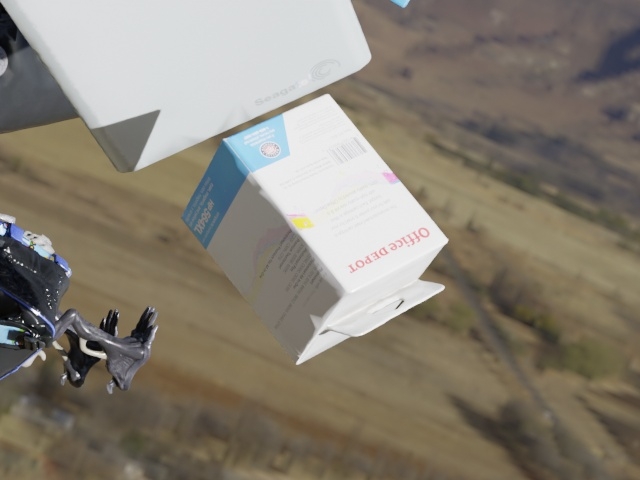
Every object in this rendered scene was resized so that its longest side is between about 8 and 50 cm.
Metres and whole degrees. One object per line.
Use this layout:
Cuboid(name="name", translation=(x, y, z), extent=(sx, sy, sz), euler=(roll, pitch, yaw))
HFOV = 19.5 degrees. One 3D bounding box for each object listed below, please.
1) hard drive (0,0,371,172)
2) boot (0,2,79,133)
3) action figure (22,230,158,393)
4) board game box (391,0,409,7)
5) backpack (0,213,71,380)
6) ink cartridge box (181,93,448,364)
Cuboid(name="hard drive", translation=(-0.094, -0.167, 1.210), extent=(0.307, 0.203, 0.040), euler=(62, 4, -61))
Cuboid(name="boot", translation=(-0.336, -0.125, 1.971), extent=(0.445, 0.367, 0.146), euler=(-22, 17, -40))
Cuboid(name="action figure", translation=(-0.303, 0.061, 1.764), extent=(0.275, 0.141, 0.164), euler=(17, -7, -34))
Cuboid(name="board game box", translation=(-0.034, -0.334, 1.588), extent=(0.316, 0.064, 0.242), euler=(30, 24, -3))
Cuboid(name="backpack", translation=(-0.311, 0.038, 1.512), extent=(0.173, 0.158, 0.117), euler=(35, 38, -22))
Cuboid(name="ink cartridge box", translation=(0.000, 0.000, 1.155), extent=(0.092, 0.090, 0.143), euler=(-26, 71, -38))
